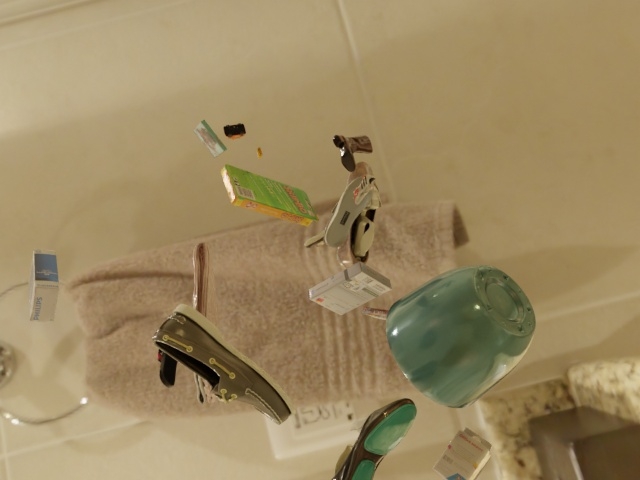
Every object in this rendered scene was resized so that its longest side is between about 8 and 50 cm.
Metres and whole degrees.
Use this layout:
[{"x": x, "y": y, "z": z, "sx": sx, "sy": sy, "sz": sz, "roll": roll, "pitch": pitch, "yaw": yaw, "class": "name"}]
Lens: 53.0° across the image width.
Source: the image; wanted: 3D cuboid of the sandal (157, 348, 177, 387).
[{"x": -0.390, "y": 0.301, "z": 1.620, "sx": 0.067, "sy": 0.040, "sz": 0.179, "roll": 53, "pitch": -164, "yaw": -30, "class": "sandal"}]

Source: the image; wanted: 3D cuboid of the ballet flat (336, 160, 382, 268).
[{"x": 0.125, "y": -0.071, "z": 1.845, "sx": 0.106, "sy": 0.108, "sz": 0.316, "roll": 7, "pitch": 90, "yaw": 59, "class": "ballet flat"}]

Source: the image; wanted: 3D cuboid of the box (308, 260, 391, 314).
[{"x": 0.084, "y": 0.138, "z": 1.806, "sx": 0.145, "sy": 0.186, "sz": 0.038, "roll": 31, "pitch": -142, "yaw": -41, "class": "box"}]

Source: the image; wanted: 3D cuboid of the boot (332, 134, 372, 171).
[{"x": 0.093, "y": -0.213, "z": 1.555, "sx": 0.114, "sy": 0.037, "sz": 0.106, "roll": -5, "pitch": -113, "yaw": -45, "class": "boot"}]

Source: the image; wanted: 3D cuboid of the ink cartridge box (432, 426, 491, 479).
[{"x": 0.376, "y": 0.572, "z": 1.676, "sx": 0.092, "sy": 0.143, "sz": 0.090, "roll": 32, "pitch": 164, "yaw": 32, "class": "ink cartridge box"}]

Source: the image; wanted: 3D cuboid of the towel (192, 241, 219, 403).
[{"x": -0.312, "y": 0.226, "z": 1.733, "sx": 0.332, "sy": 0.053, "sz": 0.317, "roll": 94, "pitch": 172, "yaw": -46, "class": "towel"}]

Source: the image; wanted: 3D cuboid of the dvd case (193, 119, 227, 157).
[{"x": -0.267, "y": -0.243, "z": 1.545, "sx": 0.087, "sy": 0.013, "sz": 0.119, "roll": 52, "pitch": 165, "yaw": -13, "class": "dvd case"}]

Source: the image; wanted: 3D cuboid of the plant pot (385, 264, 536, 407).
[{"x": 0.335, "y": 0.192, "z": 1.446, "sx": 0.235, "sy": 0.293, "sz": 0.293, "roll": -46, "pitch": 44, "yaw": 38, "class": "plant pot"}]

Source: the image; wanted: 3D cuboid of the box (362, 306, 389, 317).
[{"x": 0.238, "y": 0.278, "z": 2.403, "sx": 0.094, "sy": 0.137, "sz": 0.027, "roll": 26, "pitch": -106, "yaw": -40, "class": "box"}]

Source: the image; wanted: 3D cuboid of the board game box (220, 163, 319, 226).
[{"x": -0.124, "y": -0.110, "z": 1.626, "sx": 0.039, "sy": 0.259, "sz": 0.124, "roll": -52, "pitch": 44, "yaw": 29, "class": "board game box"}]

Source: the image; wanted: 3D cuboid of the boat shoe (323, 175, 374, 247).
[{"x": 0.070, "y": -0.082, "z": 1.777, "sx": 0.078, "sy": 0.219, "sz": 0.070, "roll": 33, "pitch": 175, "yaw": -14, "class": "boat shoe"}]

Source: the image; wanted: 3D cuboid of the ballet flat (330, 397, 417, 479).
[{"x": 0.092, "y": 0.434, "z": 1.346, "sx": 0.095, "sy": 0.280, "sz": 0.096, "roll": 34, "pitch": 179, "yaw": -35, "class": "ballet flat"}]

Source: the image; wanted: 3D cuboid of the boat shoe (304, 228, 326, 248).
[{"x": 0.000, "y": 0.000, "z": 2.311, "sx": 0.049, "sy": 0.137, "sz": 0.043, "roll": 8, "pitch": 121, "yaw": 48, "class": "boat shoe"}]

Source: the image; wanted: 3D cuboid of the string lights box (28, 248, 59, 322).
[{"x": -0.930, "y": 0.148, "z": 2.153, "sx": 0.259, "sy": 0.077, "sz": 0.133, "roll": 51, "pitch": 127, "yaw": 53, "class": "string lights box"}]

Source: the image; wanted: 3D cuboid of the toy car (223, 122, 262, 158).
[{"x": -0.205, "y": -0.252, "z": 1.678, "sx": 0.122, "sy": 0.060, "sz": 0.040, "roll": 56, "pitch": 159, "yaw": 14, "class": "toy car"}]

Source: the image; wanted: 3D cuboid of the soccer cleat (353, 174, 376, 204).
[{"x": 0.106, "y": -0.123, "z": 1.548, "sx": 0.029, "sy": 0.036, "sz": 0.083, "roll": 49, "pitch": -121, "yaw": -45, "class": "soccer cleat"}]

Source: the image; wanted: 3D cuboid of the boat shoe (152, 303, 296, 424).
[{"x": -0.181, "y": 0.251, "z": 1.215, "sx": 0.305, "sy": 0.091, "sz": 0.109, "roll": 41, "pitch": 150, "yaw": -1, "class": "boat shoe"}]
